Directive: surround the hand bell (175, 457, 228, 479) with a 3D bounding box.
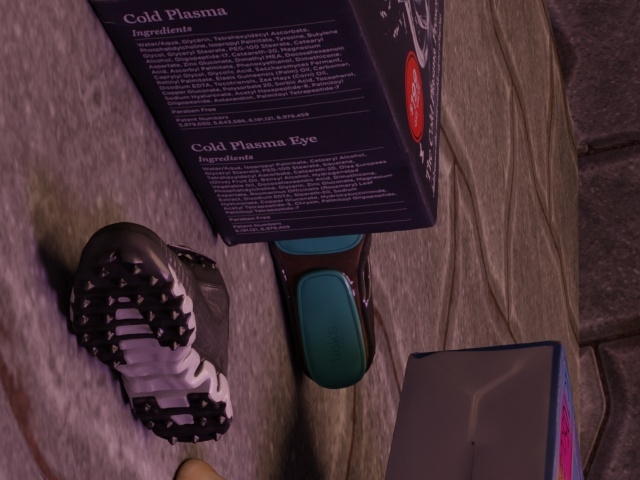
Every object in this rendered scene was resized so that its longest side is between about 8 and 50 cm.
[{"bbox_3d":[0.025,0.213,1.325,0.126,0.242,0.126,-4,90,-77],"label":"hand bell"}]

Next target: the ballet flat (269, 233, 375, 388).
[{"bbox_3d":[0.000,0.000,1.635,0.096,0.095,0.280,-92,-179,-56],"label":"ballet flat"}]

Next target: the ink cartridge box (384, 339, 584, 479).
[{"bbox_3d":[0.163,0.325,1.655,0.270,0.151,0.395,-75,158,-53],"label":"ink cartridge box"}]

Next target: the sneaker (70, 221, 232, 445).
[{"bbox_3d":[-0.106,0.037,1.200,0.234,0.078,0.106,72,16,-57],"label":"sneaker"}]

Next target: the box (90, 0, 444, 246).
[{"bbox_3d":[-0.020,-0.223,1.404,0.312,0.179,0.343,63,26,-55],"label":"box"}]
